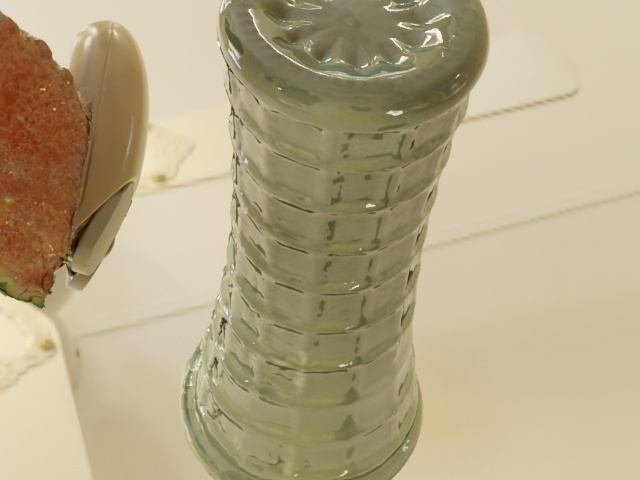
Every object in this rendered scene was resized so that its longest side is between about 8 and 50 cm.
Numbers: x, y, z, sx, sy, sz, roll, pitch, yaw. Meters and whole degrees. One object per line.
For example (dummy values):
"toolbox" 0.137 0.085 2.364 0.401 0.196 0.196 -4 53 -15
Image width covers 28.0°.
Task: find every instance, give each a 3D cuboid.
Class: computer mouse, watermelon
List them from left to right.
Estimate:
"watermelon" -0.264 -0.074 1.032 0.128 0.231 0.146 10 -177 -22
"computer mouse" -0.197 -0.076 1.134 0.082 0.145 0.236 10 -109 -13

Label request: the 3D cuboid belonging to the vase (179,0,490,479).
"vase" 0.000 0.000 0.624 0.143 0.299 0.143 3 -130 -3
